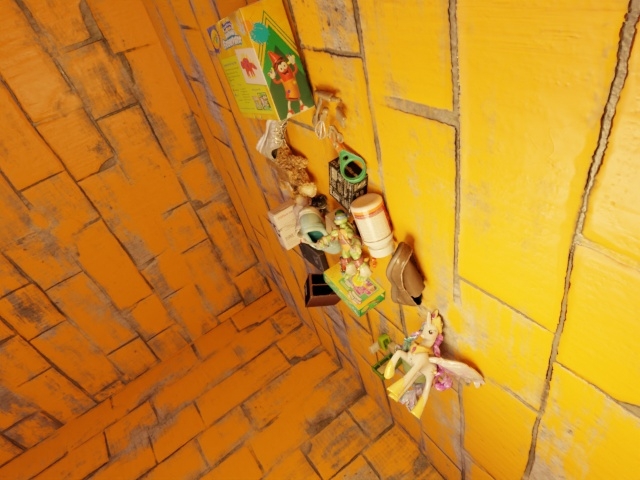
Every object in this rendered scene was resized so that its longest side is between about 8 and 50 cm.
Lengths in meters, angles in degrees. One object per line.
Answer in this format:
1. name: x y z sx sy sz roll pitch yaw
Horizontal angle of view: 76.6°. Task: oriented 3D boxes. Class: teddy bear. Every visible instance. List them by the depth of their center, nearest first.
1. teddy bear: -0.125 -0.314 1.914 0.338 0.113 0.245 45 148 30

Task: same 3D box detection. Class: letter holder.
1. letter holder: 0.019 0.315 2.557 0.302 0.215 0.152 110 157 -68

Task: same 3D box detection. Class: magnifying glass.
1. magnifying glass: 0.088 -0.306 1.469 0.231 0.092 0.026 61 -168 26

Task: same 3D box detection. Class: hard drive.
1. hard drive: -0.042 0.085 2.441 0.255 0.054 0.172 35 151 49

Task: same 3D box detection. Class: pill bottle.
1. pill bottle: 0.200 -0.054 1.507 0.121 0.121 0.221 26 144 58

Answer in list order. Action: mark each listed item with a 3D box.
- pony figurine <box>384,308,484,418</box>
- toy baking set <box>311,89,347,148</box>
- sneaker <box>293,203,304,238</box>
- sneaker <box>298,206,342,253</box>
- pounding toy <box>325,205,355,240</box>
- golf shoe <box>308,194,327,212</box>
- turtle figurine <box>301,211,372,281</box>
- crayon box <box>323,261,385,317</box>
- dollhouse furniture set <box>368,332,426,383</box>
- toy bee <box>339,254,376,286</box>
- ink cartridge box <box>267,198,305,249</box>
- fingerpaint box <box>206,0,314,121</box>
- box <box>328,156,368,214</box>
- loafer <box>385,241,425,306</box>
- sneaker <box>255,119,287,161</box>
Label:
1. pony figurine: 0.421 0.492 1.584 0.351 0.363 0.303 50 160 -29
2. toy baking set: 0.017 -0.437 1.442 0.256 0.030 0.196 47 148 46
3. sneaker: -0.096 -0.099 2.098 0.114 0.152 0.305 44 179 -30
4. sneaker: 0.000 0.000 1.893 0.366 0.135 0.150 44 -146 -48
5. pounding toy: 0.088 -0.075 1.742 0.100 0.130 0.141 46 158 31
6. golf shoe: -0.004 -0.166 1.944 0.094 0.077 0.198 48 169 -23
7. turtle figurine: 0.076 0.048 1.566 0.266 0.198 0.274 65 -155 -20
8. crayon box: 0.162 0.220 1.973 0.278 0.165 0.081 46 158 32
9. dollhouse furniture set: 0.394 0.654 2.104 0.301 0.151 0.197 30 147 53
10. toy bee: 0.170 0.118 1.837 0.298 0.162 0.195 -87 -8 -70
11. ink cartridge box: -0.174 -0.094 2.302 0.100 0.172 0.237 35 151 52
12. fingerpaint box: -0.234 -0.666 1.537 0.445 0.163 0.371 31 146 57
13. box: 0.104 -0.214 1.560 0.147 0.078 0.180 46 158 29
14. loafer: 0.334 0.133 1.508 0.130 0.133 0.366 19 154 26
15. sneaker: -0.182 -0.469 1.785 0.115 0.105 0.281 45 140 5
